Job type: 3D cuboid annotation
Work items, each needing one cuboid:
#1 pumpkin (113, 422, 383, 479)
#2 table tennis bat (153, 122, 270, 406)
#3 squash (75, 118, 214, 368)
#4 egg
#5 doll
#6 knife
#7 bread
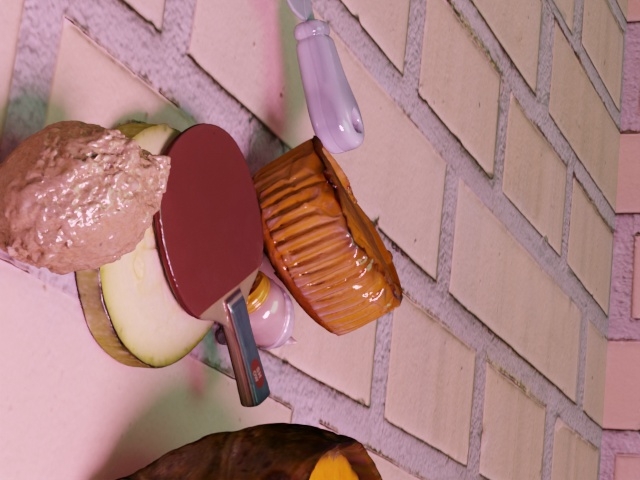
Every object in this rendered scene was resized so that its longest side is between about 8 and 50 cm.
[{"bbox_3d":[-0.047,0.305,1.314,0.256,0.225,0.303,-30,115,-72],"label":"pumpkin"},{"bbox_3d":[-0.089,0.027,1.404,0.154,0.021,0.274,-41,124,-52],"label":"table tennis bat"},{"bbox_3d":[-0.150,0.003,1.358,0.219,0.041,0.219,0,90,-62],"label":"squash"},{"bbox_3d":[-0.185,-0.034,1.171,0.140,0.118,0.116,-28,98,-40],"label":"egg"},{"bbox_3d":[-0.067,0.076,1.515,0.084,0.073,0.127,-48,138,-11],"label":"doll"},{"bbox_3d":[-0.021,-0.251,1.598,0.080,0.044,0.331,-19,93,-67],"label":"knife"},{"bbox_3d":[0.000,0.000,1.559,0.199,0.104,0.199,60,8,-14],"label":"bread"}]
